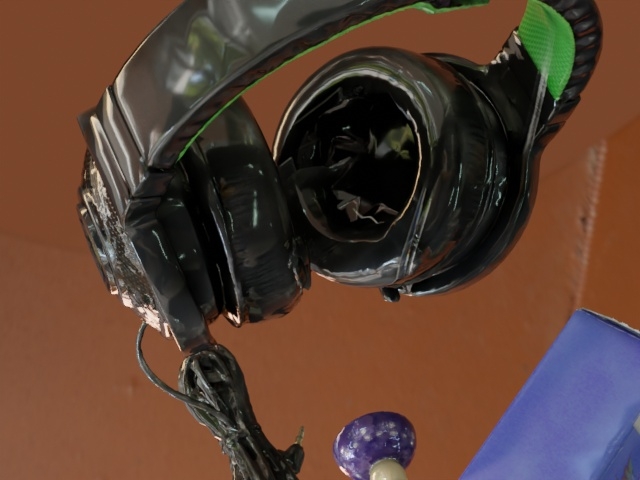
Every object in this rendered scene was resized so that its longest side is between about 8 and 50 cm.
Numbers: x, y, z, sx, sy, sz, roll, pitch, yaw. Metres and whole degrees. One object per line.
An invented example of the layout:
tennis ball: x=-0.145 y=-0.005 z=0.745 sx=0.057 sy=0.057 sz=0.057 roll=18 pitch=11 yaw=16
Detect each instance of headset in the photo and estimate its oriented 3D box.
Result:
headset: x=0.000 y=0.000 z=0.874 sx=0.243 sy=0.185 sz=0.394 roll=-12 pitch=154 yaw=-29

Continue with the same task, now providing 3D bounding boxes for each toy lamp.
toy lamp: x=0.080 y=0.246 z=1.322 sx=0.080 sy=0.274 sz=0.080 roll=-9 pitch=131 yaw=-10

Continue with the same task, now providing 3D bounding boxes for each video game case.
video game case: x=0.105 y=0.203 z=0.824 sx=0.269 sy=0.061 sz=0.244 roll=-54 pitch=141 yaw=-13
